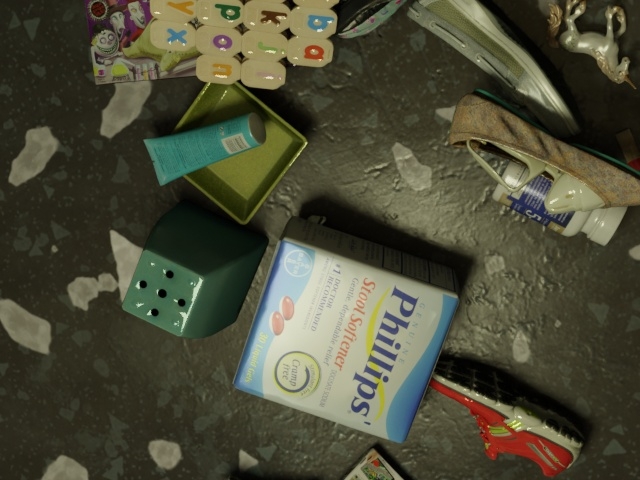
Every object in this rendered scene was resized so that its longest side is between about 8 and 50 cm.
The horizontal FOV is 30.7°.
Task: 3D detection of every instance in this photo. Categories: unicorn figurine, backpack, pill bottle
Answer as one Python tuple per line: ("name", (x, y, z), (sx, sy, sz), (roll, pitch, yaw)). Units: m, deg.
("unicorn figurine", (0.415, -0.300, 1.745), (0.162, 0.060, 0.111), (18, 106, 25))
("backpack", (0.067, -0.385, 1.768), (0.182, 0.115, 0.152), (-40, 76, 19))
("pill bottle", (0.366, -0.071, 1.768), (0.187, 0.112, 0.112), (28, 106, 6))

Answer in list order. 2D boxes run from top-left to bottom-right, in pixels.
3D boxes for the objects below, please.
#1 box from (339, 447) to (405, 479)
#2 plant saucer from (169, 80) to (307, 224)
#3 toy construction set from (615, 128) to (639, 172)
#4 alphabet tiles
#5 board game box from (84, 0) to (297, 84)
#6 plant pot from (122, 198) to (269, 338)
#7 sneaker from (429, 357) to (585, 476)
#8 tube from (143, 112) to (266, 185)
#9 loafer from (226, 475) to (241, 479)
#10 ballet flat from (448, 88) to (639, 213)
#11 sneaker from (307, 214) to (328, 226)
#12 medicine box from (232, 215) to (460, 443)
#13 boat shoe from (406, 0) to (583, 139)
("box", (0.119, 0.460, 1.939), (0.207, 0.036, 0.114), (46, 70, 0))
("plant saucer", (-0.137, -0.154, 1.888), (0.188, 0.045, 0.188), (40, 113, 2))
("toy construction set", (0.555, -0.202, 1.676), (0.309, 0.257, 0.237), (-30, 75, 36))
("alphabet tiles", (-0.114, -0.339, 1.722), (0.278, 0.021, 0.284), (6, 139, -1))
("board game box", (-0.207, -0.367, 1.869), (0.347, 0.056, 0.208), (-4, 96, 13))
("plant pot", (-0.212, 0.059, 1.858), (0.166, 0.234, 0.165), (25, 105, 6))
("sneaker", (0.282, 0.291, 1.868), (0.279, 0.107, 0.118), (30, 113, 6))
("tube", (-0.187, -0.150, 1.856), (0.207, 0.052, 0.080), (-15, 97, 26))
("loafer", (-0.047, 0.451, 1.976), (0.268, 0.102, 0.092), (23, 91, -7))
("ballet flat", (0.324, -0.102, 1.672), (0.316, 0.107, 0.106), (29, 83, 14))
("sneaker", (0.000, 0.000, 1.904), (0.037, 0.032, 0.083), (-4, 101, 13))
("medicine box", (0.041, 0.139, 1.845), (0.289, 0.149, 0.263), (18, 105, 0))
("boat shoe", (0.268, -0.268, 1.753), (0.320, 0.118, 0.103), (47, 113, 4))
